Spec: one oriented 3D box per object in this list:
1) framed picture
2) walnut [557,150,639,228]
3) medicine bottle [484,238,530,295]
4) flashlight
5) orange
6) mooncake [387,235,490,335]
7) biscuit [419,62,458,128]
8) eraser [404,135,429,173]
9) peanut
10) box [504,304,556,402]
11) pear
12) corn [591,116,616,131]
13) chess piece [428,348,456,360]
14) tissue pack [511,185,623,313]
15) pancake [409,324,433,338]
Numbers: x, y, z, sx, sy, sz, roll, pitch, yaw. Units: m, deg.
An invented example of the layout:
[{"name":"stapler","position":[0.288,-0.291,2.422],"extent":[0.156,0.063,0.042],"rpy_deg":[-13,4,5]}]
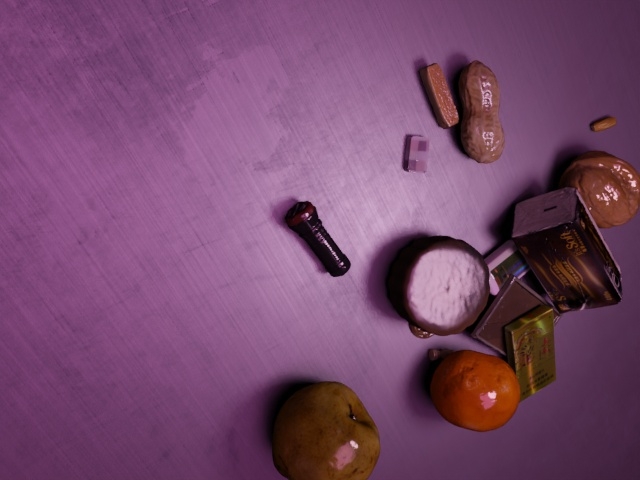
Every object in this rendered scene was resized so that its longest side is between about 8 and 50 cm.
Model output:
[{"name":"framed picture","position":[0.642,0.270,1.833],"extent":[0.315,0.024,0.232],"rpy_deg":[32,93,-34]},{"name":"walnut","position":[0.877,-0.163,1.787],"extent":[0.257,0.257,0.224],"rpy_deg":[46,47,-21]},{"name":"medicine bottle","position":[0.555,0.102,1.782],"extent":[0.219,0.078,0.115],"rpy_deg":[-37,113,-11]},{"name":"flashlight","position":[0.000,0.000,1.562],"extent":[0.093,0.093,0.232],"rpy_deg":[-42,115,-9]},{"name":"orange","position":[0.466,0.455,1.716],"extent":[0.261,0.261,0.260],"rpy_deg":[-4,100,-20]},{"name":"mooncake","position":[0.342,0.127,1.660],"extent":[0.291,0.161,0.290],"rpy_deg":[-1,95,-18]},{"name":"biscuit","position":[0.339,-0.413,1.626],"extent":[0.052,0.056,0.187],"rpy_deg":[-29,109,-12]},{"name":"eraser","position":[0.280,-0.249,1.648],"extent":[0.065,0.026,0.105],"rpy_deg":[3,98,-23]},{"name":"peanut","position":[0.461,-0.367,1.642],"extent":[0.136,0.120,0.298],"rpy_deg":[-26,111,-54]},{"name":"box","position":[0.693,0.376,1.862],"extent":[0.173,0.043,0.311],"rpy_deg":[-24,120,-17]},{"name":"pear","position":[0.009,0.554,1.557],"extent":[0.304,0.304,0.303],"rpy_deg":[-4,100,-20]},{"name":"corn","position":[0.930,-0.381,1.860],"extent":[0.092,0.037,0.037],"rpy_deg":[-20,106,-13]},{"name":"chess piece","position":[0.389,0.358,1.791],"extent":[0.092,0.035,0.035],"rpy_deg":[0,99,-24]},{"name":"tissue pack","position":[0.762,0.027,1.746],"extent":[0.370,0.210,0.198],"rpy_deg":[50,47,-23]},{"name":"pancake","position":[0.327,0.252,1.760],"extent":[0.115,0.011,0.114],"rpy_deg":[-4,100,-21]}]
